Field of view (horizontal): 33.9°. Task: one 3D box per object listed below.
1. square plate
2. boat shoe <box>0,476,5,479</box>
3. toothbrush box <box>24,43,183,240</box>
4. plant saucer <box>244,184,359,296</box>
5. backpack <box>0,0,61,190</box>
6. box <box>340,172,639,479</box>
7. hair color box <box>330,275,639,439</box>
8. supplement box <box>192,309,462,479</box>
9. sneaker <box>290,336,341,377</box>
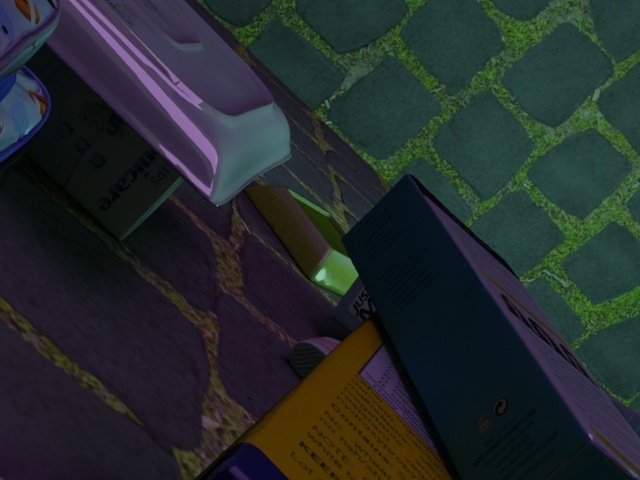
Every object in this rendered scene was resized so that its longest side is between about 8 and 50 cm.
[{"bbox_3d":[-0.162,-0.191,0.935,0.347,0.049,0.344,45,13,-2],"label":"square plate"},{"bbox_3d":[-0.161,0.136,0.297,0.096,0.098,0.277,43,13,-18],"label":"boat shoe"},{"bbox_3d":[-0.237,-0.164,1.008,0.295,0.126,0.216,45,12,-9],"label":"toothbrush box"},{"bbox_3d":[0.000,0.000,1.475,0.188,0.045,0.188,52,13,33],"label":"plant saucer"},{"bbox_3d":[-0.266,-0.086,0.471,0.263,0.213,0.276,32,17,-12],"label":"backpack"},{"bbox_3d":[0.091,0.064,0.541,0.100,0.060,0.244,39,13,-29],"label":"box"},{"bbox_3d":[0.207,0.164,1.203,0.374,0.114,0.185,36,-2,25],"label":"hair color box"},{"bbox_3d":[0.007,0.183,0.485,0.194,0.195,0.356,47,12,5],"label":"supplement box"},{"bbox_3d":[0.032,0.146,1.061,0.134,0.051,0.070,43,16,11],"label":"sneaker"}]
